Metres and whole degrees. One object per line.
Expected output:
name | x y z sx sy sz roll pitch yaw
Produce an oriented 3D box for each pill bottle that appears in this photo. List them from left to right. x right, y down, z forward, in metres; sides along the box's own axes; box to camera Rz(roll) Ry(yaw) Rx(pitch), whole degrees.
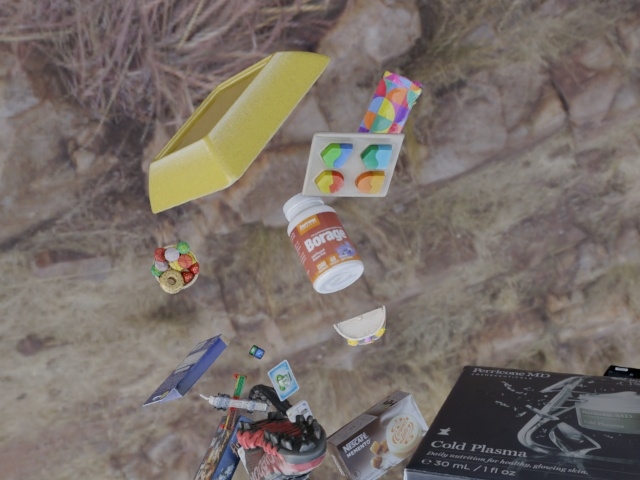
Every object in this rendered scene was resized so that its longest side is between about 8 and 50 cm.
pill bottle | 0.000 0.000 1.839 0.121 0.216 0.121 -23 157 -11

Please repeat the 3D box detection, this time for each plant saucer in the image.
plant saucer | -0.175 -0.215 1.520 0.081 0.333 0.333 45 150 -21

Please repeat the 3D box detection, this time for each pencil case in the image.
pencil case | 0.152 -0.275 1.912 0.104 0.104 0.236 19 101 -49

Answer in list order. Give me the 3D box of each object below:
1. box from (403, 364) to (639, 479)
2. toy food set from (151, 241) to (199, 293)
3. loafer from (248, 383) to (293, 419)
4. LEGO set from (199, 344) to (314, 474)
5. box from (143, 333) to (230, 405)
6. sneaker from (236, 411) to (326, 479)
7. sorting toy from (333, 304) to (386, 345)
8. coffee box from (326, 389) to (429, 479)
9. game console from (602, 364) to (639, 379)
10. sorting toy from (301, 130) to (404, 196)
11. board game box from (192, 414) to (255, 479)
box | 0.444 0.459 1.489 0.480 0.297 0.472 1 -167 22
toy food set | -0.249 0.044 1.413 0.083 0.082 0.020 -29 177 -25
loafer | -0.087 0.439 2.064 0.078 0.223 0.076 -3 127 -54
LEGO set | -0.127 0.336 1.684 0.182 0.244 0.060 -33 -155 -25
box | -0.326 0.324 1.999 0.225 0.036 0.136 -47 -167 -35
sneaker | -0.052 0.346 1.290 0.098 0.135 0.276 -12 176 -23
sorting toy | 0.071 0.143 1.274 0.083 0.045 0.075 -21 157 3
coffee box | 0.150 0.516 2.144 0.246 0.141 0.098 -30 -172 -20
game console | 0.750 0.396 1.796 0.044 0.213 0.361 26 165 -36
sorting toy | 0.068 -0.154 1.760 0.193 0.038 0.208 0 143 -12
board game box | -0.224 0.493 1.755 0.042 0.243 0.165 29 159 -12
